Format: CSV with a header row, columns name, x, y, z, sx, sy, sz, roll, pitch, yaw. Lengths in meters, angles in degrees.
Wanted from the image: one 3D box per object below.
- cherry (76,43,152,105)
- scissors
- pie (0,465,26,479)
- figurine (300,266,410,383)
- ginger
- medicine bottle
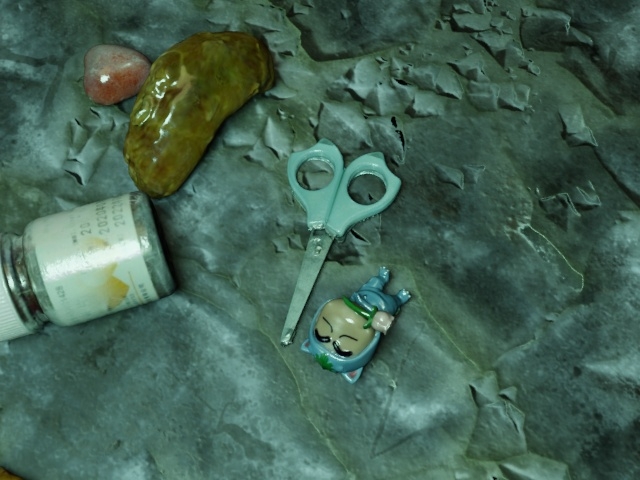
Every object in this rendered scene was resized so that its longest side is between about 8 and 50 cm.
name,x,y,z,sx,sy,sz,roll,pitch,yaw
cherry,-0.350,-0.287,1.228,0.126,0.087,0.106,-29,74,-10
scissors,0.000,0.001,1.142,0.191,0.029,0.360,15,69,10
pie,-0.466,0.425,0.916,0.308,0.085,0.308,-2,65,3
figurine,0.057,0.106,1.039,0.114,0.144,0.178,40,60,12
ginger,-0.211,-0.225,1.166,0.321,0.172,0.165,-50,36,-16
medicine bottle,-0.358,0.040,1.043,0.273,0.165,0.165,-18,68,-8
